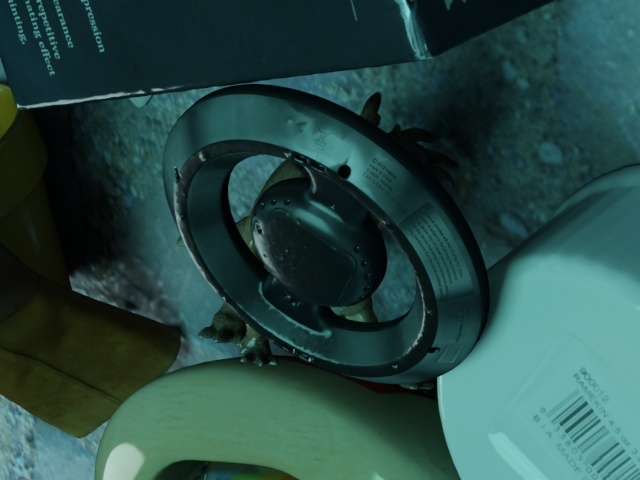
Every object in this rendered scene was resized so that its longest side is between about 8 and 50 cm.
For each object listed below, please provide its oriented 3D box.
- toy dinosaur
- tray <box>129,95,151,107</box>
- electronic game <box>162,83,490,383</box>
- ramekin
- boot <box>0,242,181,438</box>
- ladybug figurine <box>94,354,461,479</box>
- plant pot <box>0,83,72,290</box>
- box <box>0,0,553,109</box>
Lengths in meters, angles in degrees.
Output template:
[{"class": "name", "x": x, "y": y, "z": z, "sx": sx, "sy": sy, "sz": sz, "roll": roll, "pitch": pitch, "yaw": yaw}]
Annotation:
[{"class": "toy dinosaur", "x": 0.000, "y": -0.015, "z": 1.313, "sx": 0.295, "sy": 0.127, "sz": 0.200, "roll": 23, "pitch": 107, "yaw": 62}, {"class": "tray", "x": -0.201, "y": -0.243, "z": 1.466, "sx": 0.270, "sy": 0.030, "sz": 0.145, "roll": 53, "pitch": 140, "yaw": 11}, {"class": "electronic game", "x": 0.000, "y": 0.000, "z": 1.135, "sx": 0.229, "sy": 0.048, "sz": 0.229, "roll": 24, "pitch": 142, "yaw": 21}, {"class": "ramekin", "x": 0.203, "y": 0.103, "z": 1.152, "sx": 0.277, "sy": 0.135, "sz": 0.277, "roll": 24, "pitch": 127, "yaw": 37}, {"class": "boot", "x": -0.300, "y": 0.099, "z": 1.547, "sx": 0.264, "sy": 0.280, "sz": 0.096, "roll": -40, "pitch": 46, "yaw": 20}, {"class": "ladybug figurine", "x": 0.001, "y": 0.215, "z": 1.400, "sx": 0.449, "sy": 0.162, "sz": 0.305, "roll": 2, "pitch": 114, "yaw": 46}, {"class": "plant pot", "x": -0.310, "y": -0.003, "z": 1.601, "sx": 0.205, "sy": 0.205, "sz": 0.188, "roll": 8, "pitch": 132, "yaw": 44}, {"class": "box", "x": -0.047, "y": -0.261, "z": 1.156, "sx": 0.395, "sy": 0.212, "sz": 0.294, "roll": -1, "pitch": 110, "yaw": 47}]
